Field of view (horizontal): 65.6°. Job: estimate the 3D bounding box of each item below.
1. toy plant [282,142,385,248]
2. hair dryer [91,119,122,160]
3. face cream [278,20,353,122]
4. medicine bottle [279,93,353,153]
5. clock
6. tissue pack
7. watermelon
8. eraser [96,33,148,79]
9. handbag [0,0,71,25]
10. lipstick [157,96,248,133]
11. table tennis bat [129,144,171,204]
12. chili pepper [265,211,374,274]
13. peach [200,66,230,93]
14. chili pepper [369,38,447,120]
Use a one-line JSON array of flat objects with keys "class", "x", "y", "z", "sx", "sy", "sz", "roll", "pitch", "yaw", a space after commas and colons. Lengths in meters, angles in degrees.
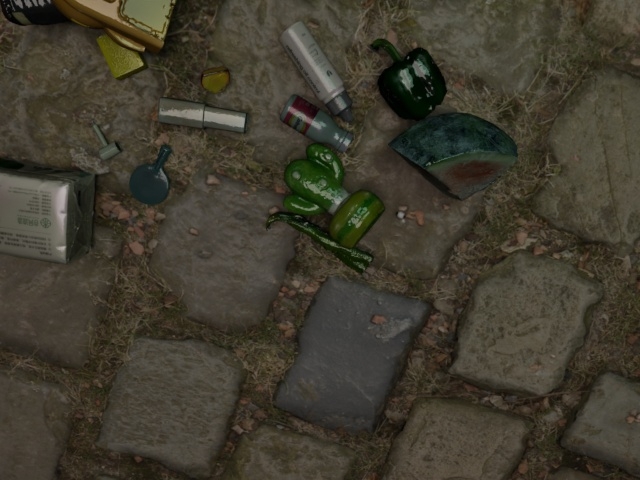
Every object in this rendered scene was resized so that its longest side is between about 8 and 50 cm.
[{"class": "toy plant", "x": 0.024, "y": -0.131, "z": 1.506, "sx": 0.316, "sy": 0.184, "sz": 0.224, "roll": 42, "pitch": 94, "yaw": 6}, {"class": "hair dryer", "x": -0.663, "y": -0.313, "z": 1.516, "sx": 0.063, "sy": 0.038, "sz": 0.124, "roll": -26, "pitch": 95, "yaw": 5}, {"class": "face cream", "x": 0.002, "y": -0.477, "z": 1.444, "sx": 0.092, "sy": 0.092, "sz": 0.311, "roll": -35, "pitch": 102, "yaw": 8}, {"class": "medicine bottle", "x": -0.009, "y": -0.342, "z": 1.476, "sx": 0.216, "sy": 0.090, "sz": 0.090, "roll": 30, "pitch": 102, "yaw": -7}, {"class": "clock", "x": -0.542, "y": -0.657, "z": 1.293, "sx": 0.317, "sy": 0.200, "sz": 0.244, "roll": 17, "pitch": 92, "yaw": -33}, {"class": "tissue pack", "x": -0.885, "y": -0.093, "z": 1.485, "sx": 0.356, "sy": 0.194, "sz": 0.266, "roll": 10, "pitch": 104, "yaw": -1}, {"class": "watermelon", "x": 0.395, "y": -0.228, "z": 1.459, "sx": 0.387, "sy": 0.228, "sz": 0.258, "roll": -12, "pitch": 137, "yaw": -18}, {"class": "eraser", "x": -0.578, "y": -0.546, "z": 1.450, "sx": 0.097, "sy": 0.045, "sz": 0.122, "roll": -23, "pitch": 102, "yaw": 5}, {"class": "handbag", "x": -0.783, "y": -0.715, "z": 1.341, "sx": 0.181, "sy": 0.181, "sz": 0.255, "roll": -8, "pitch": 104, "yaw": -6}, {"class": "lipstick", "x": -0.345, "y": -0.369, "z": 1.476, "sx": 0.252, "sy": 0.079, "sz": 0.078, "roll": 7, "pitch": 102, "yaw": -3}, {"class": "table tennis bat", "x": -0.516, "y": -0.204, "z": 1.541, "sx": 0.124, "sy": 0.033, "sz": 0.201, "roll": 28, "pitch": 105, "yaw": -9}, {"class": "chili pepper", "x": 0.000, "y": 0.000, "z": 1.568, "sx": 0.359, "sy": 0.076, "sz": 0.085, "roll": 27, "pitch": 124, "yaw": -9}, {"class": "peach", "x": -0.309, "y": -0.480, "z": 1.462, "sx": 0.077, "sy": 0.050, "sz": 0.083, "roll": 29, "pitch": 113, "yaw": -30}, {"class": "chili pepper", "x": 0.239, "y": -0.470, "z": 1.411, "sx": 0.173, "sy": 0.165, "sz": 0.261, "roll": -36, "pitch": 99, "yaw": 20}]
